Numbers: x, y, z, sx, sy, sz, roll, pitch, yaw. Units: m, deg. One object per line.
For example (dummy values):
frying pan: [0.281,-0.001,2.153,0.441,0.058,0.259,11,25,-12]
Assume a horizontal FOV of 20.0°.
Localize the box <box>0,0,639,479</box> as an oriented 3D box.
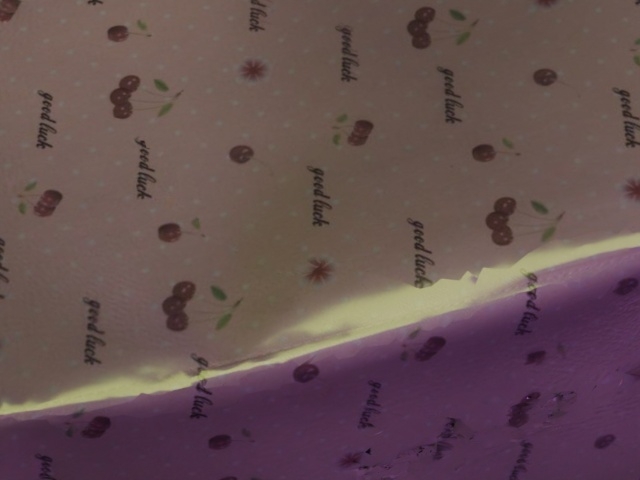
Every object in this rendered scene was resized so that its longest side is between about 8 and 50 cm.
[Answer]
box: [0.000,0.000,0.721,0.297,0.190,0.225,-15,52,-6]
